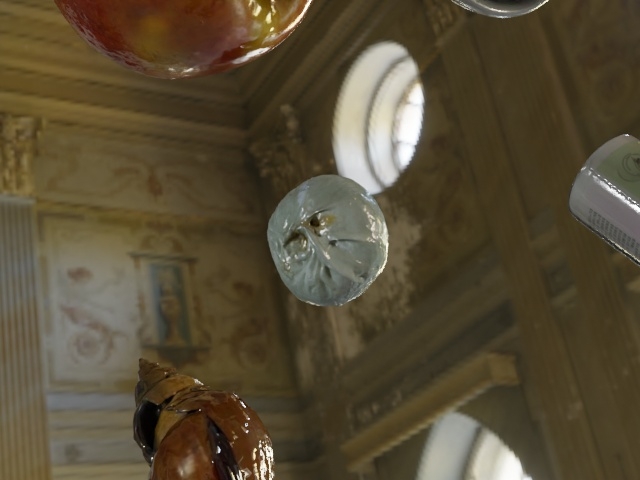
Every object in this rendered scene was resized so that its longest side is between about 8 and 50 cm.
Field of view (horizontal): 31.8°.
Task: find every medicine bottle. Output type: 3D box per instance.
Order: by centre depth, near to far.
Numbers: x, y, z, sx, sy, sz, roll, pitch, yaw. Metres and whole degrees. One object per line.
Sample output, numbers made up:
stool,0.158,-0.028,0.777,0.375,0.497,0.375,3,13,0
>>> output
medicine bottle,0.218,0.018,0.577,0.058,0.199,0.057,-28,-39,-25

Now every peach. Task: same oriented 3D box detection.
peach,-0.127,-0.279,1.008,0.238,0.281,0.281,-22,-15,-40

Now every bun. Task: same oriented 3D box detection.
bun,0.000,0.000,1.168,0.141,0.140,0.083,-32,-21,36

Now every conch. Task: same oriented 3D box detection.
conch,-0.063,0.146,0.698,0.086,0.232,0.080,9,-69,-26

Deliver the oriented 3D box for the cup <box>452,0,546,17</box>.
cup,0.167,-0.390,1.052,0.327,0.237,0.322,23,-79,-27
